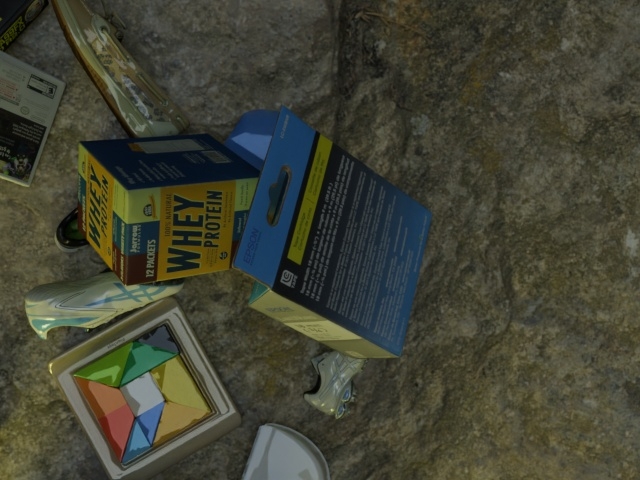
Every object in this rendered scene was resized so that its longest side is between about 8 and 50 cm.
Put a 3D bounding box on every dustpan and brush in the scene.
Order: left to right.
[{"bbox_3d":[-0.016,0.383,1.312,0.211,0.060,0.147,19,88,0],"label":"dustpan and brush"}]

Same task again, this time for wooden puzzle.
[{"bbox_3d":[-0.268,0.236,1.282,0.221,0.044,0.239,-29,93,-7],"label":"wooden puzzle"}]

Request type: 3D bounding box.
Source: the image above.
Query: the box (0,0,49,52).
[{"bbox_3d":[-0.576,-0.367,1.224,0.270,0.060,0.216,38,75,-1],"label":"box"}]

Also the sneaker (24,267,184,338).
[{"bbox_3d":[-0.322,0.090,1.268,0.237,0.085,0.086,-12,116,-10],"label":"sneaker"}]

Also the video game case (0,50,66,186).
[{"bbox_3d":[-0.476,-0.186,1.212,0.022,0.190,0.173,15,86,36],"label":"video game case"}]

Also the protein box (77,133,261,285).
[{"bbox_3d":[-0.212,-0.052,1.168,0.201,0.200,0.136,-9,119,-32],"label":"protein box"}]

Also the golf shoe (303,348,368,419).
[{"bbox_3d":[0.030,0.188,1.312,0.086,0.069,0.176,20,85,0],"label":"golf shoe"}]

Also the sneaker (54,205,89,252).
[{"bbox_3d":[-0.327,-0.035,1.264,0.170,0.075,0.063,-28,92,-7],"label":"sneaker"}]

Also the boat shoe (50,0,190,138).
[{"bbox_3d":[-0.309,-0.269,1.265,0.089,0.104,0.285,-33,103,-11],"label":"boat shoe"}]

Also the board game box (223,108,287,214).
[{"bbox_3d":[-0.091,-0.122,1.319,0.133,0.033,0.169,32,80,0],"label":"board game box"}]

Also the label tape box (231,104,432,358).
[{"bbox_3d":[0.000,0.000,1.185,0.333,0.105,0.241,32,64,-37],"label":"label tape box"}]
